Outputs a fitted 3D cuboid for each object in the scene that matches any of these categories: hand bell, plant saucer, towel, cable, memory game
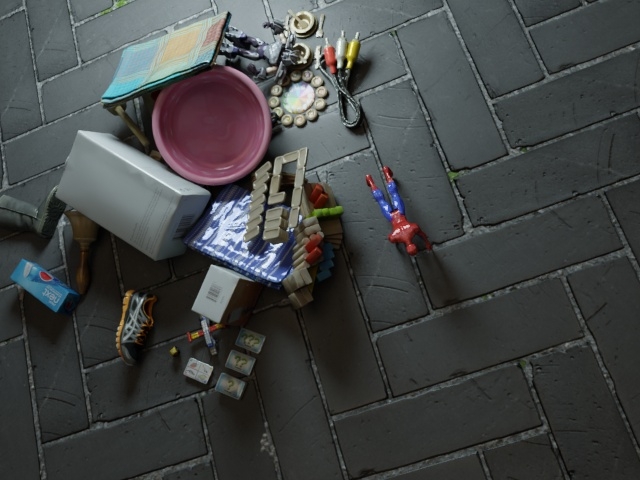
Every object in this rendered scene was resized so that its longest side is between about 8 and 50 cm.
[{"bbox_3d":[-0.701,0.037,1.867,0.126,0.126,0.242,1,87,15],"label":"hand bell"},{"bbox_3d":[-0.303,-0.325,1.779,0.331,0.084,0.333,-1,99,-4],"label":"plant saucer"},{"bbox_3d":[-0.435,-0.514,1.768,0.369,0.040,0.272,-13,47,23],"label":"towel"},{"bbox_3d":[0.053,-0.458,1.803,0.139,0.072,0.288,-5,74,19],"label":"cable"},{"bbox_3d":[-0.067,-0.422,1.857,0.186,0.012,0.186,-4,74,14],"label":"memory game"},{"bbox_3d":[-0.183,-0.021,1.728,0.335,0.040,0.243,23,62,19],"label":"towel"}]

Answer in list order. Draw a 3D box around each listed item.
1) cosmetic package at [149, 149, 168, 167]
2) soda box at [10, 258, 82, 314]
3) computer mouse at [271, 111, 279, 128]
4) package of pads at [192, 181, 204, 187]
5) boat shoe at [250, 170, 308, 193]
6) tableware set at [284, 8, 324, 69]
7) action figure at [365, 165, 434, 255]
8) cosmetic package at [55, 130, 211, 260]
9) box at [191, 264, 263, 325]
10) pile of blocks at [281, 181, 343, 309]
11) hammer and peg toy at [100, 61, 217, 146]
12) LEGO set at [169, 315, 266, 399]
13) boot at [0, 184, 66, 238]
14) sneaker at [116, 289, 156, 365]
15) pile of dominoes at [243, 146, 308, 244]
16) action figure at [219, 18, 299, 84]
[{"bbox_3d":[-0.502,-0.207,1.890,0.041,0.060,0.115,21,83,19],"label":"cosmetic package"},{"bbox_3d":[-0.821,0.139,1.877,0.210,0.067,0.071,29,84,20],"label":"soda box"},{"bbox_3d":[-0.200,-0.397,1.865,0.106,0.042,0.193,-34,68,15],"label":"computer mouse"},{"bbox_3d":[-0.379,-0.157,1.858,0.050,0.032,0.083,34,86,18],"label":"package of pads"},{"bbox_3d":[-0.118,-0.159,1.775,0.177,0.064,0.060,6,82,23],"label":"boat shoe"},{"bbox_3d":[-0.062,-0.609,1.892,0.128,0.039,0.194,3,76,15],"label":"tableware set"},{"bbox_3d":[0.209,-0.051,1.651,0.091,0.139,0.280,-26,48,10],"label":"action figure"},{"bbox_3d":[-0.535,-0.131,1.779,0.384,0.156,0.217,32,106,15],"label":"cosmetic package"},{"bbox_3d":[-0.241,0.148,1.657,0.091,0.170,0.130,23,89,19],"label":"box"},{"bbox_3d":[0.000,0.000,1.630,0.148,0.112,0.363,15,67,-18],"label":"pile of blocks"},{"bbox_3d":[-0.460,-0.432,1.905,0.361,0.127,0.266,-31,72,5],"label":"hammer and peg toy"},{"bbox_3d":[-0.292,0.298,1.699,0.244,0.060,0.183,18,77,19],"label":"LEGO set"},{"bbox_3d":[-0.912,-0.108,1.974,0.208,0.076,0.190,17,78,25],"label":"boot"},{"bbox_3d":[-0.512,0.242,1.760,0.083,0.084,0.215,-1,74,10],"label":"sneaker"},{"bbox_3d":[-0.112,-0.112,1.689,0.195,0.040,0.251,-11,62,38],"label":"pile of dominoes"},{"bbox_3d":[-0.186,-0.567,1.872,0.284,0.099,0.186,19,82,23],"label":"action figure"}]
